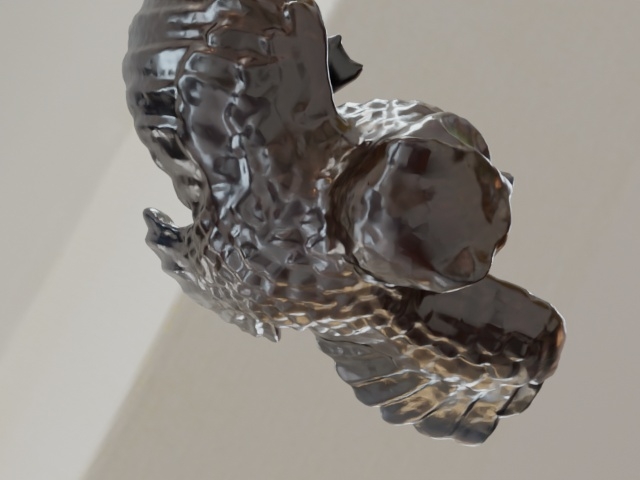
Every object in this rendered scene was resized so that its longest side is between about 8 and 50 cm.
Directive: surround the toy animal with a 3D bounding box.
[{"bbox_3d":[0.003,0.000,0.545,0.116,0.179,0.218,-35,-79,-2],"label":"toy animal"}]
